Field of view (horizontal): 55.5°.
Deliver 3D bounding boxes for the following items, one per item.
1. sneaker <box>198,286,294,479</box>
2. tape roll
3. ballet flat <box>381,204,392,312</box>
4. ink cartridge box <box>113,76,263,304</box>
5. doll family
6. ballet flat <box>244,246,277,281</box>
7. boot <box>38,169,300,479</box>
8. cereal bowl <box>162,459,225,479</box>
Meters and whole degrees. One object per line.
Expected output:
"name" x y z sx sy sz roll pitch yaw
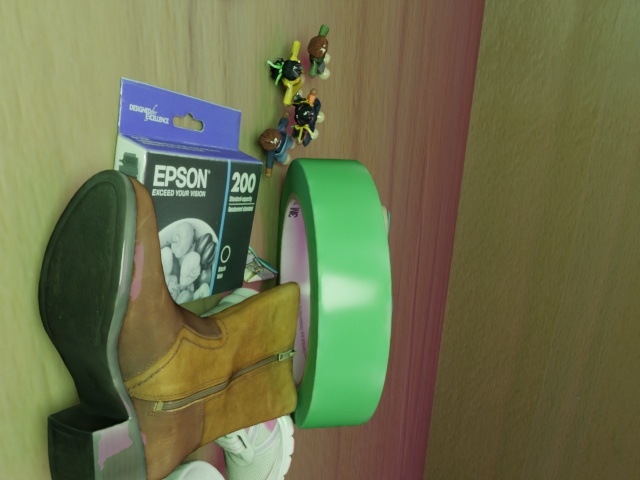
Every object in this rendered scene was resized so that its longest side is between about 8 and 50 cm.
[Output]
"sneaker" -0.109 0.187 0.703 0.111 0.103 0.252 -13 95 -49
"tape roll" 0.002 0.061 0.741 0.321 0.077 0.321 180 -90 -78
"ballet flat" 0.081 0.047 1.115 0.086 0.086 0.248 48 40 -65
"ink cartridge box" -0.130 -0.041 0.615 0.206 0.045 0.208 -10 109 -67
"doll family" -0.031 -0.172 0.758 0.111 0.076 0.193 -60 155 -87
"ballet flat" -0.091 0.032 0.777 0.114 0.041 0.041 52 53 -64
"boot" -0.095 0.070 0.547 0.280 0.096 0.264 -9 99 -55
"cereal bowl" -0.150 0.394 0.570 0.339 0.141 0.339 -15 90 -89
